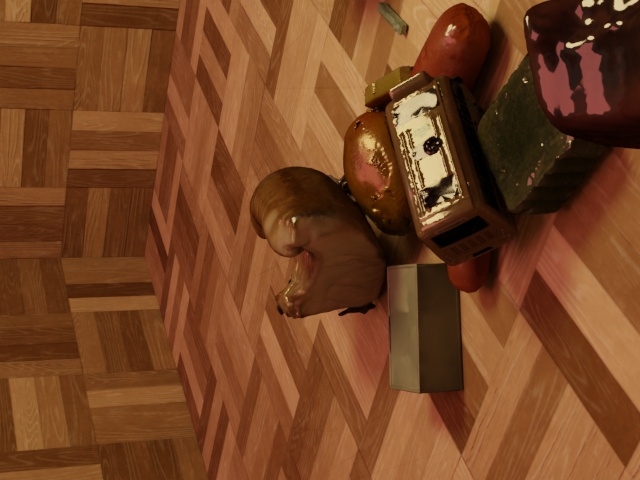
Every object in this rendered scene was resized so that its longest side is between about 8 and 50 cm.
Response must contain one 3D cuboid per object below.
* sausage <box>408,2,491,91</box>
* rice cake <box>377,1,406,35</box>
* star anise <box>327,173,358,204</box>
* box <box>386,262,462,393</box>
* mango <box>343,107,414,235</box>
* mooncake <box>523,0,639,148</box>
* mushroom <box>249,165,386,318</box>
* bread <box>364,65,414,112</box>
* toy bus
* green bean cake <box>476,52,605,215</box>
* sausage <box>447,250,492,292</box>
[{"bbox_3d":[0.210,-0.283,1.822,0.259,0.113,0.114,114,148,-50],"label":"sausage"},{"bbox_3d":[0.140,-0.434,2.117,0.121,0.021,0.022,-120,25,-51],"label":"rice cake"},{"bbox_3d":[0.046,-0.095,2.318,0.124,0.056,0.129,107,143,-50],"label":"star anise"},{"bbox_3d":[0.184,0.154,1.938,0.129,0.086,0.225,171,98,-70],"label":"box"},{"bbox_3d":[0.122,-0.127,2.037,0.156,0.151,0.249,42,-152,-69],"label":"mango"},{"bbox_3d":[0.378,-0.190,1.117,0.325,0.333,0.174,-3,89,29],"label":"mooncake"},{"bbox_3d":[-0.011,-0.043,2.090,0.397,0.224,0.314,92,162,-69],"label":"mushroom"},{"bbox_3d":[0.138,-0.279,2.040,0.226,0.088,0.049,164,102,-67],"label":"bread"},{"bbox_3d":[0.196,-0.120,1.691,0.139,0.157,0.290,-25,57,24],"label":"toy bus"},{"bbox_3d":[0.319,-0.153,1.559,0.185,0.094,0.184,116,147,-49],"label":"green bean cake"},{"bbox_3d":[0.247,-0.010,1.783,0.077,0.077,0.194,-153,65,-67],"label":"sausage"}]
